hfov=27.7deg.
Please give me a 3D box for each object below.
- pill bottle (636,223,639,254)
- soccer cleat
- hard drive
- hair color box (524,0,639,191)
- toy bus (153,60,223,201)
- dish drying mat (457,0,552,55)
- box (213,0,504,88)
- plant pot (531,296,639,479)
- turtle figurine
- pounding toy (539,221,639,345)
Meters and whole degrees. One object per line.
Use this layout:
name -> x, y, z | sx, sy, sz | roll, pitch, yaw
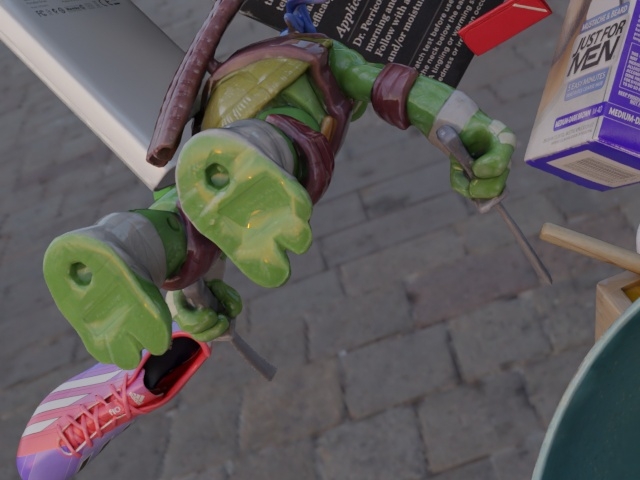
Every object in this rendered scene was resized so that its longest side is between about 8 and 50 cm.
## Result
pill bottle -> 0.305, 0.077, 0.965 | 0.121, 0.221, 0.121 | -11, 33, 7
soccer cleat -> -0.209, 0.163, 1.313 | 0.248, 0.083, 0.095 | -41, 19, -4
hard drive -> -0.215, -0.186, 1.333 | 0.040, 0.307, 0.203 | -50, -10, 29
hair color box -> 0.327, -0.231, 1.317 | 0.110, 0.338, 0.185 | 20, -8, -11
toy bus -> -0.126, -0.118, 1.582 | 0.104, 0.202, 0.191 | -21, 53, 26
dish drying mat -> 0.163, -0.193, 1.148 | 0.083, 0.032, 0.008 | -28, 29, 36
box -> -0.045, -0.433, 1.516 | 0.297, 0.472, 0.480 | -61, 20, 15
plant pot -> 0.260, 0.139, 0.546 | 0.290, 0.290, 0.195 | -5, -9, 36
turtle figurine -> 0.000, 0.000, 0.681 | 0.198, 0.274, 0.266 | 3, 18, 22
pounding toy -> 0.209, 0.046, 0.709 | 0.130, 0.100, 0.141 | -20, 45, -11
